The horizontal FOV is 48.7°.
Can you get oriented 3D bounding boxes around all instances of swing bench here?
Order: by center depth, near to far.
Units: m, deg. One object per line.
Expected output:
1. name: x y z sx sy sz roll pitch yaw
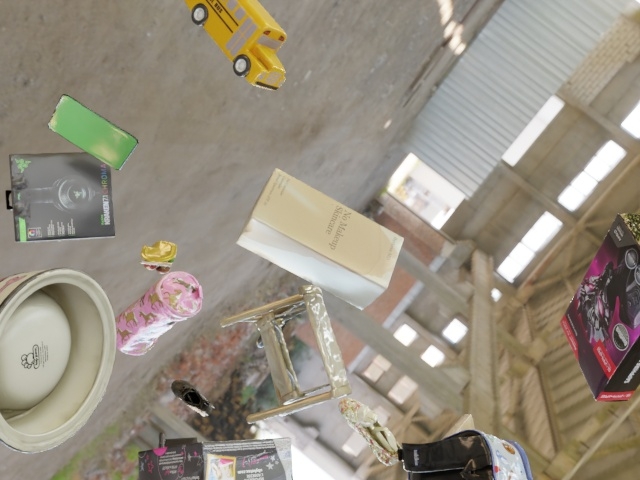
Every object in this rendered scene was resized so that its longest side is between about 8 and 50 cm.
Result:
1. swing bench: -0.062 0.263 1.646 0.255 0.253 0.165 -23 165 25

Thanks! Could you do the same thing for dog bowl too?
1. dog bowl: -0.649 0.255 1.592 0.408 0.150 0.408 6 90 -67

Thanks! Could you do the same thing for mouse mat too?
1. mouse mat: -0.514 -0.241 1.596 0.152 0.190 0.007 -35 -153 49

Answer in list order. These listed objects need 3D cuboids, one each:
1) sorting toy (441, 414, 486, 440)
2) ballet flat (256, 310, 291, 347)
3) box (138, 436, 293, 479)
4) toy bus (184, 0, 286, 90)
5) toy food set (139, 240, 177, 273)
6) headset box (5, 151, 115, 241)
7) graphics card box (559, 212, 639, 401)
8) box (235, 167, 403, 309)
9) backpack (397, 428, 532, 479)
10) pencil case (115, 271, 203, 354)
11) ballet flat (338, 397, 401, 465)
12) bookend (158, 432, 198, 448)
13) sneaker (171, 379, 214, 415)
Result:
1. sorting toy: 0.400 0.608 1.816 0.089 0.257 0.255 -11 -179 27
2. ballet flat: -0.143 0.263 2.156 0.057 0.049 0.173 10 127 -45
3. box: -0.169 0.396 1.124 0.247 0.163 0.142 -26 -117 50
4. toy bus: -0.192 -0.503 1.648 0.130 0.332 0.108 -46 160 21
5. toy food set: -0.599 0.074 2.617 0.218 0.128 0.071 -102 -164 -66
6. headset box: -0.732 -0.121 1.993 0.131 0.283 0.246 175 -88 -73
7. graphics card box: 0.655 0.150 1.528 0.233 0.094 0.371 -98 -167 -45
8. box: 0.000 0.000 1.472 0.121 0.311 0.148 -50 -165 55
9. backpack: 0.297 0.504 1.380 0.263 0.213 0.276 127 -31 -46
10. pencil case: -0.528 0.239 2.273 0.386 0.160 0.167 -37 -172 42
11. ballet flat: 0.153 0.533 2.011 0.077 0.241 0.091 -38 -176 43
12. bookend: -0.246 0.470 1.423 0.072 0.157 0.156 -173 -96 -77
13. sneaker: -0.337 0.406 1.847 0.051 0.170 0.089 -49 152 -18
